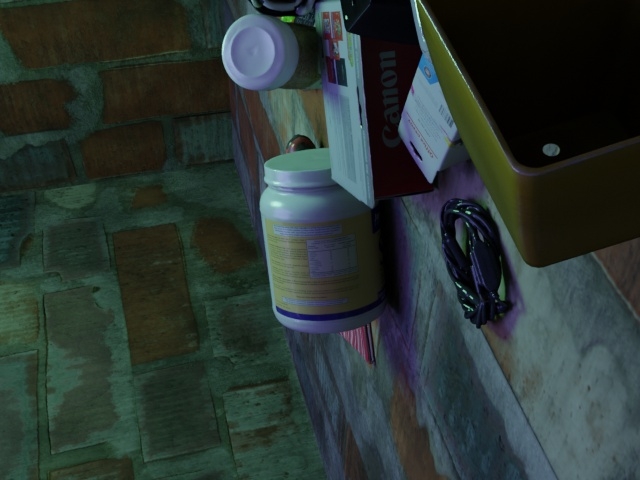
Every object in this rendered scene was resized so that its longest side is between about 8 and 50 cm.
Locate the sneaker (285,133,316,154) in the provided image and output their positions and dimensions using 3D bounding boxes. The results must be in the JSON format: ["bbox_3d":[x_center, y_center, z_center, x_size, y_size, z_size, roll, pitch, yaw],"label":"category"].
[{"bbox_3d":[-0.024,-0.132,1.942,0.135,0.098,0.276,-139,38,-73],"label":"sneaker"}]

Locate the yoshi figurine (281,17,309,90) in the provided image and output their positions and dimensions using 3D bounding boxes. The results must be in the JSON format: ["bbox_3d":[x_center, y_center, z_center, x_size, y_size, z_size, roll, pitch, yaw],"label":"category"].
[{"bbox_3d":[-0.121,-0.493,1.931,0.362,0.203,0.203,-136,53,-75],"label":"yoshi figurine"}]

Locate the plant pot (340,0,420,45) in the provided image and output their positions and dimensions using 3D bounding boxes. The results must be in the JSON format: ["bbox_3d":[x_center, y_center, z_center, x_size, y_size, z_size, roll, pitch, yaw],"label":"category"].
[{"bbox_3d":[0.112,-0.341,0.933,0.188,0.167,0.187,176,84,-78],"label":"plant pot"}]

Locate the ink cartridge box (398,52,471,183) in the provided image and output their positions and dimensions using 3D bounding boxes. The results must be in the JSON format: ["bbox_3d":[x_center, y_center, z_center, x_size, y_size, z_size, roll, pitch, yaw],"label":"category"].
[{"bbox_3d":[0.168,-0.168,1.020,0.104,0.061,0.181,61,162,21],"label":"ink cartridge box"}]

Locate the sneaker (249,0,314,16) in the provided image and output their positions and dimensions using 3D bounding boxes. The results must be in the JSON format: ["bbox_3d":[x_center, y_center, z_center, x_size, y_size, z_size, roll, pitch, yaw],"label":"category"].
[{"bbox_3d":[-0.078,-0.436,1.303,0.321,0.126,0.127,158,113,-80],"label":"sneaker"}]

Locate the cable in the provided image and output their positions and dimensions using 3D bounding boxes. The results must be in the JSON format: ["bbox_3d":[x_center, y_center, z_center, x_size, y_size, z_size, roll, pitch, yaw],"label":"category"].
[{"bbox_3d":[0.213,0.028,1.079,0.150,0.047,0.184,97,158,-70],"label":"cable"}]

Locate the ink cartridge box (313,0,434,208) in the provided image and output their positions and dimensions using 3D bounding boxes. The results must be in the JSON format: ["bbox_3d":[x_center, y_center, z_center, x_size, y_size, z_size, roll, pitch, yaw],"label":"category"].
[{"bbox_3d":[0.091,-0.229,1.211,0.272,0.130,0.309,-128,30,-70],"label":"ink cartridge box"}]

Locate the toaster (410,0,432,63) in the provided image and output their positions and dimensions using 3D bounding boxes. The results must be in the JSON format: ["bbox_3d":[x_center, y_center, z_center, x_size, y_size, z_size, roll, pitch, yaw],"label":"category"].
[{"bbox_3d":[0.171,-0.271,0.756,0.129,0.146,0.227,167,93,-78],"label":"toaster"}]

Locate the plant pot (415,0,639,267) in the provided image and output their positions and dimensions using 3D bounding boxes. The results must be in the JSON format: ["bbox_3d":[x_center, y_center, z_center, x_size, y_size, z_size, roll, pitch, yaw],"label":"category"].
[{"bbox_3d":[0.210,-0.101,0.609,0.187,0.212,0.212,75,178,-55],"label":"plant pot"}]

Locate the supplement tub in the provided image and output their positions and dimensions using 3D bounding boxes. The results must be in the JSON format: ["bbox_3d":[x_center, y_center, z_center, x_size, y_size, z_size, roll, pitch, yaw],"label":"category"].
[{"bbox_3d":[0.006,-0.004,1.546,0.241,0.241,0.331,-130,32,-68],"label":"supplement tub"}]

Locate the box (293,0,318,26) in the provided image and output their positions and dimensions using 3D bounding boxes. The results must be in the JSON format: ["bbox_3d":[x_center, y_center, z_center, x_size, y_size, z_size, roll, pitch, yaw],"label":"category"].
[{"bbox_3d":[-0.008,-0.503,1.496,0.191,0.045,0.184,144,146,-76],"label":"box"}]

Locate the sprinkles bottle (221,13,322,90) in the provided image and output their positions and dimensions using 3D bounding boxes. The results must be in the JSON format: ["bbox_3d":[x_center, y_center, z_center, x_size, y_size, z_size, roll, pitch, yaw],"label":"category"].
[{"bbox_3d":[-0.043,-0.331,1.375,0.355,0.121,0.121,-26,-70,-66],"label":"sprinkles bottle"}]

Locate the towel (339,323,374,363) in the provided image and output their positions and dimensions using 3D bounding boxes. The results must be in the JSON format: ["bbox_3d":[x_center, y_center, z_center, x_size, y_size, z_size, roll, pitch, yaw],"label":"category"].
[{"bbox_3d":[0.073,0.177,1.901,0.275,0.031,0.199,-147,47,-74],"label":"towel"}]
